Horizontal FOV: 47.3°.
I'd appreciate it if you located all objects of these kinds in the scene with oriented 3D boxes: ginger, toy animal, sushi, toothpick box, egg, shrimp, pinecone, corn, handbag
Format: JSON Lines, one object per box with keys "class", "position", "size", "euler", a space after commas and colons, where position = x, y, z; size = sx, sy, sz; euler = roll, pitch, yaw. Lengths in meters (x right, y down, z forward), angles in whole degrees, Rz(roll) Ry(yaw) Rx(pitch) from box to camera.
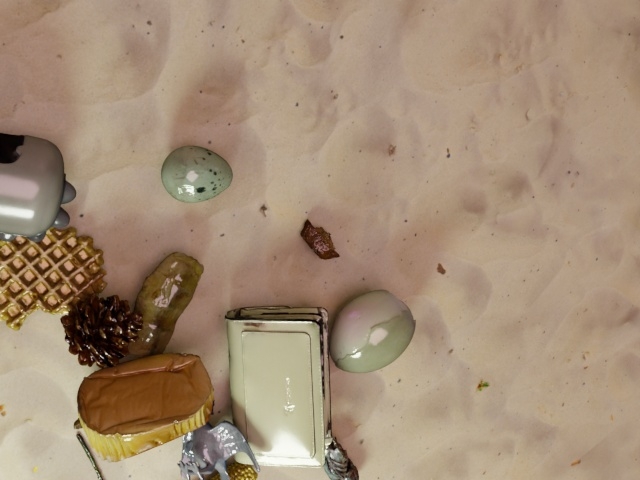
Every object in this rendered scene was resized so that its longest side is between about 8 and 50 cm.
{"class": "ginger", "position": [-0.361, 0.146, 1.650], "size": [0.109, 0.116, 0.263], "euler": [28, 94, 9]}
{"class": "toy animal", "position": [-0.249, 0.479, 1.698], "size": [0.176, 0.239, 0.255], "euler": [-48, 117, -46]}
{"class": "sushi", "position": [0.000, 0.001, 1.774], "size": [0.060, 0.061, 0.118], "euler": [-40, 108, 3]}
{"class": "toothpick box", "position": [-0.654, -0.110, 1.458], "size": [0.316, 0.229, 0.229], "euler": [11, 95, -23]}
{"class": "egg", "position": [0.116, 0.230, 1.782], "size": [0.217, 0.183, 0.183], "euler": [-42, 109, -16]}
{"class": "egg", "position": [-0.271, -0.145, 1.622], "size": [0.164, 0.131, 0.131], "euler": [2, 98, -26]}
{"class": "shrimp", "position": [0.034, 0.545, 1.852], "size": [0.079, 0.090, 0.232], "euler": [-14, 117, 17]}
{"class": "pinecone", "position": [-0.459, 0.189, 1.560], "size": [0.174, 0.173, 0.173], "euler": [-3, 99, -18]}
{"class": "corn", "position": [-0.267, 0.632, 1.765], "size": [0.260, 0.091, 0.091], "euler": [-37, 126, -15]}
{"class": "handbag", "position": [-0.099, 0.341, 1.730], "size": [0.237, 0.160, 0.358], "euler": [-1, 99, 6]}

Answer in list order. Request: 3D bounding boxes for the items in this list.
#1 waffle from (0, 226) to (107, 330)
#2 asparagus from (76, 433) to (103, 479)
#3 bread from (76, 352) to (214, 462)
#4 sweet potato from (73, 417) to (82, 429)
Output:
{"class": "waffle", "position": [-0.595, 0.084, 1.587], "size": [0.253, 0.056, 0.249], "euler": [18, 92, -22]}
{"class": "asparagus", "position": [-0.529, 0.518, 1.698], "size": [0.013, 0.016, 0.166], "euler": [-42, 114, -53]}
{"class": "bread", "position": [-0.371, 0.364, 1.593], "size": [0.288, 0.204, 0.156], "euler": [-18, 141, -16]}
{"class": "sweet potato", "position": [-0.429, 0.402, 1.690], "size": [0.274, 0.067, 0.067], "euler": [-3, 99, -23]}
